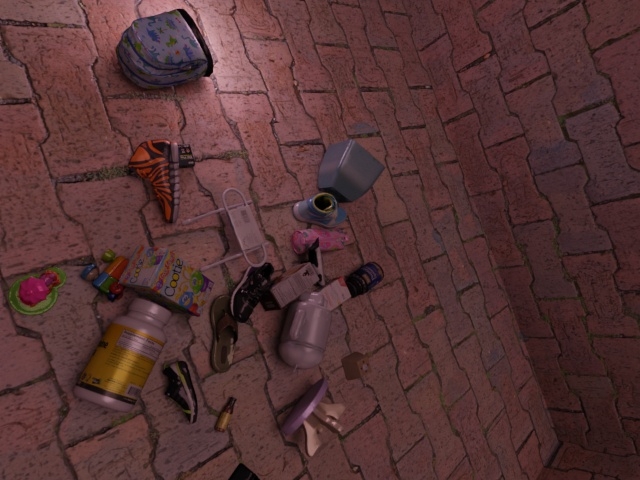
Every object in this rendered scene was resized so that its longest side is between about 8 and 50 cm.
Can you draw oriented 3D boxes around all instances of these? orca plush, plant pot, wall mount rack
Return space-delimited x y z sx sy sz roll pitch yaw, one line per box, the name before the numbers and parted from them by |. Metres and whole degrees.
orca plush | -0.044 0.112 1.854 0.102 0.287 0.151 -4 57 4
plant pot | 0.129 -0.335 2.073 0.248 0.247 0.252 35 77 -26
plant pot | 0.184 0.611 1.944 0.109 0.096 0.109 -14 86 -39
wall mount rack | -0.381 -0.028 1.663 0.304 0.131 0.349 -23 92 -43

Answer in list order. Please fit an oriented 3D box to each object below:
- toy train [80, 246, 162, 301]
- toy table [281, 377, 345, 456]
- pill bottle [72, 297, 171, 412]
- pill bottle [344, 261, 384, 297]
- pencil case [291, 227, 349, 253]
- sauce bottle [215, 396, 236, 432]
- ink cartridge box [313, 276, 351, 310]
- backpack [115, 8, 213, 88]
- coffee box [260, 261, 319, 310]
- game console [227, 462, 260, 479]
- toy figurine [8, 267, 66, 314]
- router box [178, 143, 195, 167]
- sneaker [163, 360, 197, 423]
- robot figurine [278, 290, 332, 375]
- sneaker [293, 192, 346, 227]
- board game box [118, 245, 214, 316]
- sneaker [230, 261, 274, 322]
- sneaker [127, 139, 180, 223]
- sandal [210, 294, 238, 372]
toy train | -0.698 0.078 1.406 0.143 0.105 0.248 37 57 -9
toy table | -0.017 0.740 1.676 0.161 0.252 0.274 46 66 0
pill bottle | -0.633 0.369 1.314 0.188 0.188 0.333 34 59 -26
pill bottle | 0.219 0.206 2.062 0.219 0.123 0.122 -30 97 -39
pencil case | 0.000 0.000 1.950 0.284 0.124 0.124 -3 80 -37
sauce bottle | -0.361 0.670 1.539 0.042 0.042 0.128 38 59 -24
ink cartridge box | 0.046 0.270 1.947 0.198 0.067 0.115 -27 95 -41
backpack | -0.632 -0.761 1.601 0.356 0.273 0.290 -35 107 -26
coffee box | -0.145 0.203 1.769 0.247 0.141 0.098 -34 100 -37
game console | -0.303 0.944 1.531 0.122 0.071 0.107 -49 139 -35
toy figurine | -0.852 0.142 1.222 0.130 0.159 0.173 50 53 -17
router box | -0.586 -0.343 1.636 0.123 0.038 0.092 -15 88 -39
sneaker | -0.511 0.552 1.448 0.097 0.084 0.234 -15 86 -15
robot figurine | -0.065 0.401 1.738 0.300 0.200 0.353 55 43 -57
sneaker | 0.048 -0.147 1.968 0.319 0.208 0.127 2 75 -38
board game box | -0.530 0.148 1.407 0.275 0.142 0.144 54 46 -52
sneaker | -0.273 0.200 1.638 0.107 0.124 0.283 44 41 -31
sneaker | -0.634 -0.223 1.530 0.180 0.125 0.320 -3 90 -19
sandal | -0.369 0.366 1.584 0.120 0.086 0.302 7 73 -37
